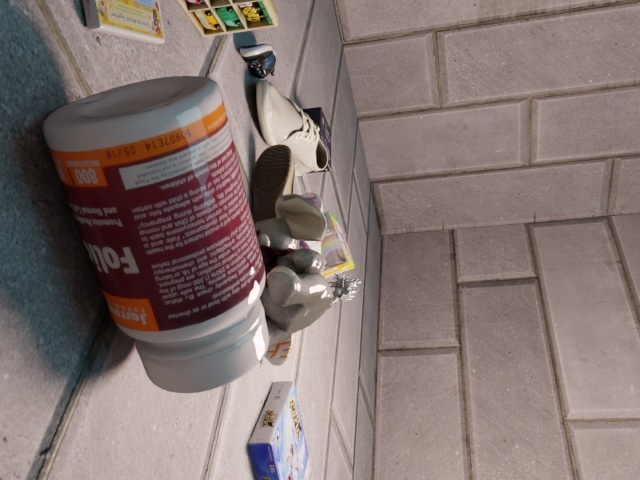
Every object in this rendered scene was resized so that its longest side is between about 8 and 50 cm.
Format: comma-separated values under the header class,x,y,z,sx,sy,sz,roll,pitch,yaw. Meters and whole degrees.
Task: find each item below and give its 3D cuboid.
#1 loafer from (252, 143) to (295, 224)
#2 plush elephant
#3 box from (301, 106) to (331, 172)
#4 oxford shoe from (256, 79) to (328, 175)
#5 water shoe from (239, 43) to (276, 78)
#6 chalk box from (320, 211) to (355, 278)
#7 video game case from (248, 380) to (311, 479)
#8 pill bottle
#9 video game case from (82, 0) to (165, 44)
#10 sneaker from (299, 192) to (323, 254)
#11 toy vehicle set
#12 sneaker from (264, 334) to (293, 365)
class,x,y,z,sx,sy,sz,roll,pitch,yaw
loafer,-0.117,-0.109,1.642,0.092,0.102,0.268,55,41,-69
plush elephant,-0.097,0.055,1.373,0.330,0.255,0.271,-18,150,-46
box,-0.024,-0.326,2.151,0.156,0.093,0.158,59,30,-63
oxford shoe,-0.075,-0.311,1.834,0.449,0.130,0.169,52,37,-66
water shoe,-0.148,-0.454,1.674,0.203,0.073,0.080,-47,133,-73
chalk box,0.000,0.000,1.984,0.132,0.133,0.213,37,33,-73
video game case,-0.091,0.520,1.589,0.244,0.061,0.269,-68,151,-67
pill bottle,-0.201,-0.004,0.895,0.224,0.224,0.392,-72,154,-61
video game case,-0.312,-0.420,1.017,0.227,0.026,0.206,-48,131,-75
sneaker,-0.052,0.003,1.871,0.152,0.114,0.305,72,22,-54
toy vehicle set,-0.196,-0.483,1.239,0.267,0.166,0.035,50,37,-69
sneaker,-0.105,0.197,1.605,0.083,0.084,0.214,48,38,-78
